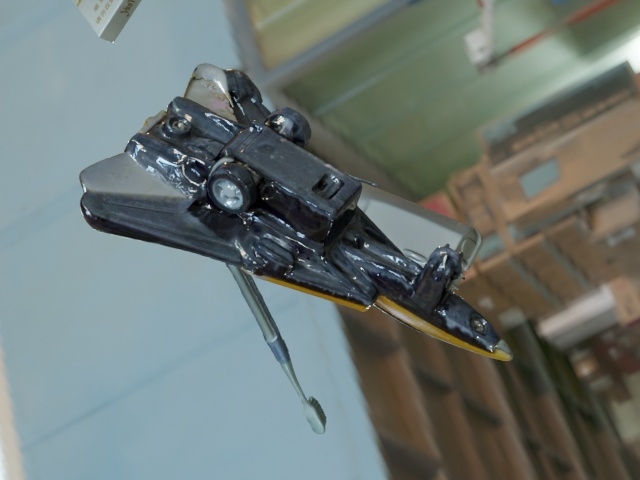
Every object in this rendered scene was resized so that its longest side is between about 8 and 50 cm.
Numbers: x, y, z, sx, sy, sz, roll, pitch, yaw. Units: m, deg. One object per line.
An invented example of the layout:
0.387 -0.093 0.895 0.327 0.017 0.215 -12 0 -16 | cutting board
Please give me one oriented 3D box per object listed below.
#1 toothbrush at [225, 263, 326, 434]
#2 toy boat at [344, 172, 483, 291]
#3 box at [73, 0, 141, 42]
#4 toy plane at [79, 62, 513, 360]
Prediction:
-0.040 0.090 1.616 0.219 0.016 0.019 63 -151 -26 | toothbrush
0.066 0.009 2.087 0.269 0.141 0.141 20 163 45 | toy boat
-0.220 -0.277 1.752 0.024 0.090 0.167 19 -156 -43 | box
0.002 -0.009 1.254 0.316 0.103 0.204 26 -135 16 | toy plane
